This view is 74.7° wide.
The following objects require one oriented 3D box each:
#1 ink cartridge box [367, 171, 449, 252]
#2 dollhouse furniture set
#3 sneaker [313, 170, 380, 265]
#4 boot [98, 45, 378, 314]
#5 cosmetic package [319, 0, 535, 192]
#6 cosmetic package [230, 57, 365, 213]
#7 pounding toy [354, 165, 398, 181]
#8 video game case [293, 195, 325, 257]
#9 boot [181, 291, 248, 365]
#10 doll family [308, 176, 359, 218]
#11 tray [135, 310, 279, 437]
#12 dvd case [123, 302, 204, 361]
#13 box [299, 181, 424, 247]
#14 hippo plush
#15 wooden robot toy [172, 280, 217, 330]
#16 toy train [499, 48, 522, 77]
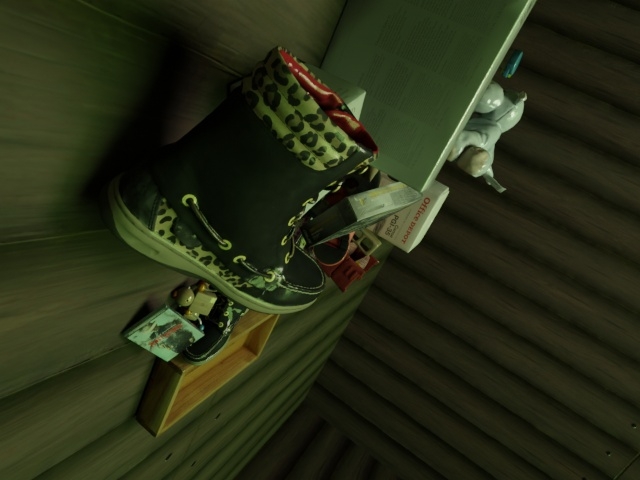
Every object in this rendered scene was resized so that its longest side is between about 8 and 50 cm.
[{"bbox_3d":[0.207,-0.128,1.266,0.117,0.283,0.207,-33,151,-56],"label":"ink cartridge box"},{"bbox_3d":[0.180,-0.003,1.504,0.374,0.152,0.201,-47,169,25],"label":"dollhouse furniture set"},{"bbox_3d":[0.064,-0.081,1.182,0.313,0.116,0.136,-63,180,-1],"label":"sneaker"},{"bbox_3d":[-0.045,-0.046,0.566,0.284,0.138,0.377,-36,135,21],"label":"boot"},{"bbox_3d":[0.159,-0.320,0.760,0.376,0.285,0.097,-64,165,23],"label":"cosmetic package"},{"bbox_3d":[-0.043,-0.168,0.686,0.151,0.152,0.183,-46,161,-38],"label":"cosmetic package"},{"bbox_3d":[0.118,-0.219,0.973,0.094,0.206,0.181,-55,164,-10],"label":"pounding toy"},{"bbox_3d":[-0.042,-0.004,1.176,0.210,0.042,0.232,-60,165,-13],"label":"video game case"},{"bbox_3d":[-0.207,0.129,0.883,0.236,0.085,0.178,-53,166,-43],"label":"boot"},{"bbox_3d":[-0.009,-0.146,0.936,0.163,0.118,0.263,-43,163,12],"label":"doll family"},{"bbox_3d":[-0.259,0.291,1.065,0.411,0.076,0.202,-22,142,-63],"label":"tray"},{"bbox_3d":[-0.278,0.168,0.755,0.087,0.013,0.119,-35,137,-5],"label":"dvd case"},{"bbox_3d":[0.094,-0.063,0.955,0.231,0.056,0.183,-20,174,-38],"label":"box"},{"bbox_3d":[0.435,-0.296,1.105,0.236,0.295,0.234,-57,-174,19],"label":"hippo plush"},{"bbox_3d":[-0.252,0.114,0.808,0.079,0.076,0.173,24,100,-38],"label":"wooden robot toy"},{"bbox_3d":[0.434,-0.458,1.060,0.248,0.144,0.105,-25,145,-61],"label":"toy train"}]
